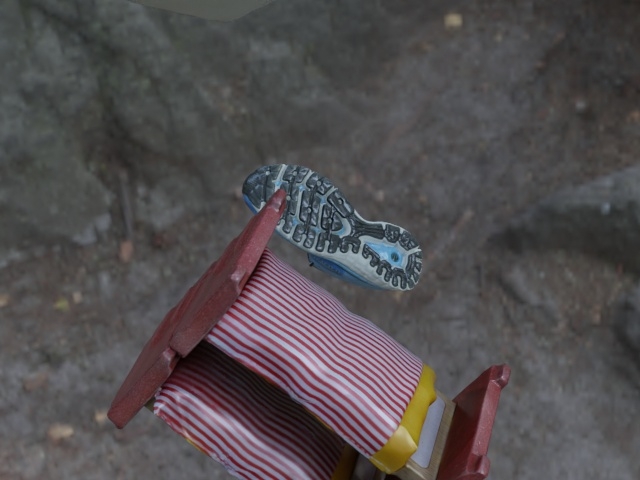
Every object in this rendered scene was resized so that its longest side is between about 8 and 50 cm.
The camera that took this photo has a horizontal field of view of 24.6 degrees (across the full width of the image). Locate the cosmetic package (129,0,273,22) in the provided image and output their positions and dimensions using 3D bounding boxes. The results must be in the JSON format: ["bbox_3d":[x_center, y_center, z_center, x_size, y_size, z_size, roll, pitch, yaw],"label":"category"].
[{"bbox_3d":[-0.013,-0.272,0.996,0.296,0.153,0.129,-20,-15,40],"label":"cosmetic package"}]

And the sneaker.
[{"bbox_3d":[0.000,0.000,1.162,0.073,0.162,0.063,-23,40,53],"label":"sneaker"}]

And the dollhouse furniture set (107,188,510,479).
[{"bbox_3d":[-0.031,0.163,0.829,0.201,0.152,0.374,37,32,-9],"label":"dollhouse furniture set"}]
